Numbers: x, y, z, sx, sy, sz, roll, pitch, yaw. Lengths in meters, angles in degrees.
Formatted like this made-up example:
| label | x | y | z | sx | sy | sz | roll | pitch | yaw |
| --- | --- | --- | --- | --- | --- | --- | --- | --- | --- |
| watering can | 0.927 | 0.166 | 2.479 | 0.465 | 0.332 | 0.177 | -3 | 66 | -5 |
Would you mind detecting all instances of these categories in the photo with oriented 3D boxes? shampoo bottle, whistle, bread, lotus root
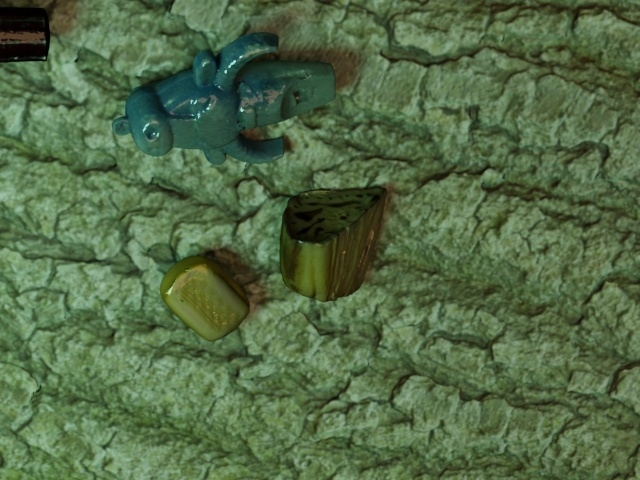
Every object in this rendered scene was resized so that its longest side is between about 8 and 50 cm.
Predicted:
| label | x | y | z | sx | sy | sz | roll | pitch | yaw |
| --- | --- | --- | --- | --- | --- | --- | --- | --- | --- |
| shampoo bottle | -0.435 | -0.224 | 1.649 | 0.278 | 0.104 | 0.104 | -2 | 111 | -12 |
| whistle | -0.109 | -0.158 | 1.755 | 0.269 | 0.093 | 0.180 | -12 | 137 | -8 |
| bread | -0.143 | 0.066 | 1.851 | 0.082 | 0.056 | 0.115 | -44 | 120 | 6 |
| lotus root | 0.002 | 0.004 | 1.848 | 0.159 | 0.095 | 0.135 | -21 | 128 | -49 |
